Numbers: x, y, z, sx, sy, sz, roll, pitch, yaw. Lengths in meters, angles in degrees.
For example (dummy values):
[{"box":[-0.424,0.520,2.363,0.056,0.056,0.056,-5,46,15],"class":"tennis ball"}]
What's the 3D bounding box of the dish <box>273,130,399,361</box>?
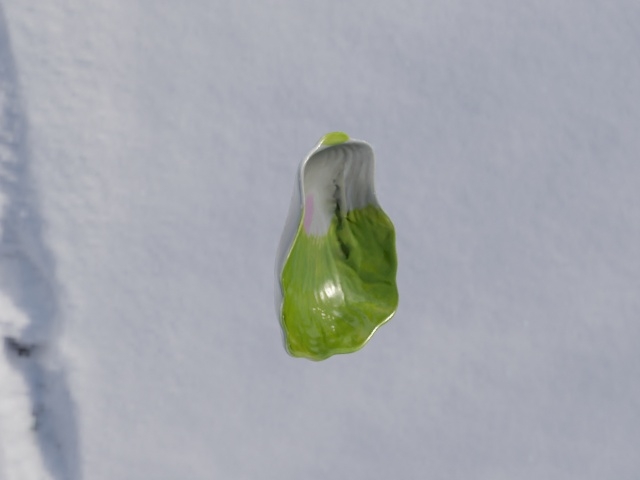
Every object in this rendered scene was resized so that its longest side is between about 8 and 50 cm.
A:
[{"box":[0.000,0.000,0.899,0.091,0.039,0.137,-16,113,-37],"class":"dish"}]
